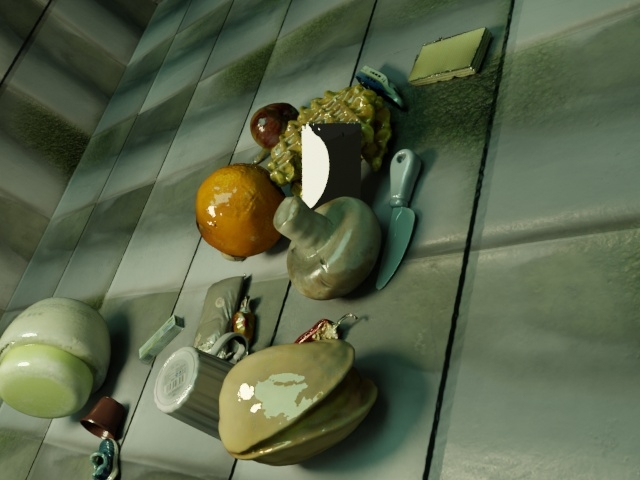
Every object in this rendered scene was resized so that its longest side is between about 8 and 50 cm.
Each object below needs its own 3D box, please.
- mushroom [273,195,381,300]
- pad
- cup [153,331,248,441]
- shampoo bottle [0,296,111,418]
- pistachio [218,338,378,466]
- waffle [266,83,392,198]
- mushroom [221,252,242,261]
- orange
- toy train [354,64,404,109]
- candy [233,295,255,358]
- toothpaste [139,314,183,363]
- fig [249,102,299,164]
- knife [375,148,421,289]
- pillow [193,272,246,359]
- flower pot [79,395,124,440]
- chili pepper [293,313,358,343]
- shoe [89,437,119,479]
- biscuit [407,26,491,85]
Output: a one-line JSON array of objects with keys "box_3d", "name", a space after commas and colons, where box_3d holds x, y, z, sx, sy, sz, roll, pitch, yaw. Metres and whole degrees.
[{"box_3d": [0.000, 0.000, 1.384, 0.243, 0.243, 0.244, -29, 43, 31], "name": "mushroom"}, {"box_3d": [0.025, -0.141, 1.498, 0.159, 0.009, 0.265, 6, 101, 31], "name": "pad"}, {"box_3d": [-0.246, 0.317, 1.427, 0.166, 0.202, 0.221, -33, 42, 24], "name": "cup"}, {"box_3d": [-0.798, 0.343, 1.935, 0.322, 0.322, 0.317, -34, 35, 26], "name": "shampoo bottle"}, {"box_3d": [-0.053, 0.305, 1.212, 0.321, 0.229, 0.238, -26, 17, 18], "name": "pistachio"}, {"box_3d": [0.027, -0.244, 1.614, 0.324, 0.151, 0.261, -23, 44, 29], "name": "waffle"}, {"box_3d": [-0.260, -0.026, 1.827, 0.092, 0.081, 0.223, -57, 33, 33], "name": "mushroom"}, {"box_3d": [-0.203, -0.077, 1.659, 0.246, 0.246, 0.246, -29, 43, 31], "name": "orange"}, {"box_3d": [0.165, -0.395, 1.663, 0.051, 0.052, 0.234, -46, 36, 4], "name": "toy train"}, {"box_3d": [-0.191, 0.211, 1.583, 0.053, 0.046, 0.182, -31, 44, 32], "name": "candy"}, {"box_3d": [-0.458, 0.284, 1.840, 0.164, 0.034, 0.046, -44, 37, 14], "name": "toothpaste"}, {"box_3d": [-0.155, -0.320, 1.896, 0.160, 0.143, 0.230, -40, 16, -36], "name": "fig"}, {"box_3d": [0.173, -0.051, 1.392, 0.080, 0.044, 0.332, -10, 60, 41], "name": "knife"}, {"box_3d": [-0.276, 0.208, 1.675, 0.169, 0.059, 0.255, -23, 47, 40], "name": "pillow"}, {"box_3d": [-0.596, 0.490, 1.787, 0.111, 0.111, 0.089, -16, 36, 41], "name": "flower pot"}, {"box_3d": [-0.024, 0.227, 1.384, 0.268, 0.059, 0.050, -41, 0, 23], "name": "chili pepper"}, {"box_3d": [-0.576, 0.584, 1.702, 0.064, 0.071, 0.143, -44, 32, 13], "name": "shoe"}, {"box_3d": [0.308, -0.438, 1.545, 0.199, 0.040, 0.121, 3, 67, 51], "name": "biscuit"}]
